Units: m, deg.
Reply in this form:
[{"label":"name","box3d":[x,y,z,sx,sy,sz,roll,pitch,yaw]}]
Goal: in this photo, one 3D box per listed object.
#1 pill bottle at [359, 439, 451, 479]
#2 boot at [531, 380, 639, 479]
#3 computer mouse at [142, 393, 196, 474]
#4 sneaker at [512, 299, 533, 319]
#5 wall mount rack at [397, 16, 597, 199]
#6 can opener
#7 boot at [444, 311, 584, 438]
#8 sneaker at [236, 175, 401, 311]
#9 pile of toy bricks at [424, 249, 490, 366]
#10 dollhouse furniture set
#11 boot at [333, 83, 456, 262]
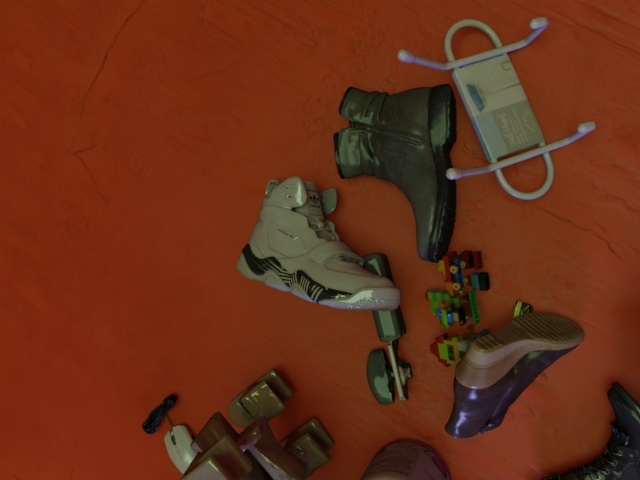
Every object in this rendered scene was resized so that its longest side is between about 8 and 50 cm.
[{"label":"pill bottle","box3d":[0.132,0.458,1.021,0.160,0.283,0.160,0,90,17]},{"label":"boot","box3d":[0.466,0.393,1.019,0.229,0.091,0.263,-23,85,15]},{"label":"computer mouse","box3d":[-0.300,0.434,1.281,0.106,0.042,0.193,-42,78,12]},{"label":"sneaker","box3d":[0.362,0.151,1.083,0.035,0.031,0.083,10,93,16]},{"label":"wall mount rack","box3d":[0.283,-0.231,1.012,0.304,0.130,0.350,-20,83,-14]},{"label":"can opener","box3d":[0.110,0.169,1.138,0.095,0.076,0.284,-15,84,16]},{"label":"boot","box3d":[0.336,0.238,1.059,0.090,0.248,0.207,-127,35,-50]},{"label":"sneaker","box3d":[0.000,0.000,1.103,0.365,0.137,0.210,14,92,40]},{"label":"pile of toy bricks","box3d":[0.237,0.115,1.098,0.105,0.118,0.212,2,108,45]},{"label":"dollhouse furniture set","box3d":[-0.103,0.499,1.055,0.256,0.362,0.394,-39,91,13]},{"label":"boot","box3d":[0.137,-0.124,1.124,0.222,0.118,0.338,0,79,20]}]
